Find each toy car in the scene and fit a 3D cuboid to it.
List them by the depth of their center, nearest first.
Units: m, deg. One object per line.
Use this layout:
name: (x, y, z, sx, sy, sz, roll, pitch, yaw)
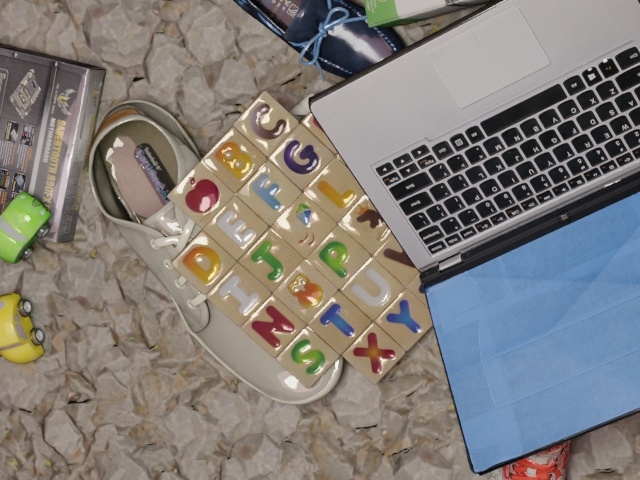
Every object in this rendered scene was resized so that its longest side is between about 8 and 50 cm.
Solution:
toy car: (-0.421, 0.031, 2.006, 0.239, 0.053, 0.225, 39, 120, 1)

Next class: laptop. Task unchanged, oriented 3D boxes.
laptop: (0.236, -0.027, 1.699, 0.382, 0.236, 0.408, -26, 113, 21)

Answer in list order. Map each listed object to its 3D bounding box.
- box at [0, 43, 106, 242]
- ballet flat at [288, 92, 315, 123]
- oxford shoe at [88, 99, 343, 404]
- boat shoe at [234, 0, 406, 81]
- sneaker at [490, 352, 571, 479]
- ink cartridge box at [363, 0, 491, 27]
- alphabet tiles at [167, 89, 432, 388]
box: (-0.388, -0.129, 2.027, 0.183, 0.056, 0.231, 13, 98, 14)
ballet flat: (0.019, -0.142, 1.911, 0.221, 0.077, 0.079, -4, 74, 11)
oxford shoe: (-0.141, 0.019, 1.932, 0.169, 0.130, 0.449, -37, 86, 11)
boat shoe: (-0.020, -0.260, 1.898, 0.258, 0.089, 0.109, 26, 100, 13)
sneaker: (0.243, 0.245, 1.827, 0.090, 0.145, 0.270, 15, 98, 14)
ink cartridge box: (0.149, -0.345, 1.803, 0.219, 0.092, 0.160, -8, 92, 40)
alphabet tiles: (0.000, 0.000, 1.873, 0.342, 0.011, 0.285, 43, 94, -10)
